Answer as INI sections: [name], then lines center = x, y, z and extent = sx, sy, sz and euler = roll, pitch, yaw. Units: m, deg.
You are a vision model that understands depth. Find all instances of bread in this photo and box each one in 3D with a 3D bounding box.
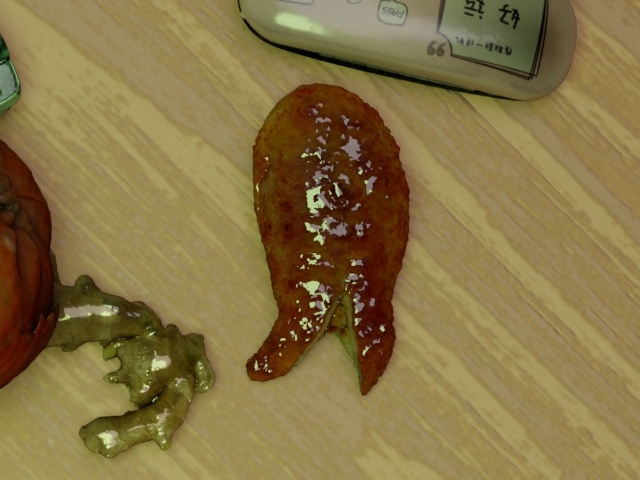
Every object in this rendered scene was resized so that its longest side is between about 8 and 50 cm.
[bread]
center = 0.008, -0.003, 1.424
extent = 0.139, 0.095, 0.269
euler = 2, 81, -3

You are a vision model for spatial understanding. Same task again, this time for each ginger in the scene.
[ginger]
center = -0.181, 0.089, 1.389
extent = 0.176, 0.052, 0.193
euler = -3, 76, -16

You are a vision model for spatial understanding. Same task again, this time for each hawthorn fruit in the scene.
[hawthorn fruit]
center = -0.353, 0.038, 1.278
extent = 0.307, 0.276, 0.276
euler = -43, 88, 18

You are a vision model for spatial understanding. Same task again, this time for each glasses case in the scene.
[glasses case]
center = 0.079, -0.208, 1.492
extent = 0.314, 0.075, 0.122
euler = 13, 78, -8

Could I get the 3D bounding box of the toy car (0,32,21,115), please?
[toy car]
center = -0.338, -0.195, 1.408
extent = 0.090, 0.076, 0.224
euler = -27, 79, -14
